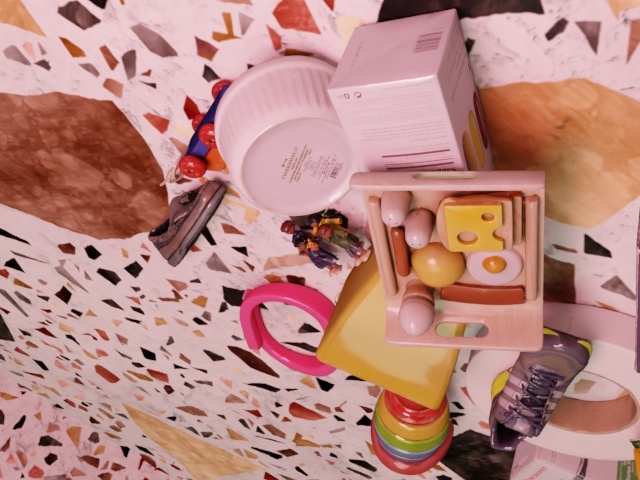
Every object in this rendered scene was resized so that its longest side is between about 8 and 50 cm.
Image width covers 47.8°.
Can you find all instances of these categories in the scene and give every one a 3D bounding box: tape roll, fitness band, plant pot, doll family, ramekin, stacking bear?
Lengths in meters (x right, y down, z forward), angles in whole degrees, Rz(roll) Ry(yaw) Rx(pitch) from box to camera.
[{"bbox_3d":[0.449,0.255,1.260,0.392,0.072,0.392,16,141,13],"label":"tape roll"},{"bbox_3d":[-0.057,0.184,1.469,0.209,0.054,0.291,12,142,16],"label":"fitness band"},{"bbox_3d":[0.141,0.099,1.148,0.212,0.212,0.187,23,131,3],"label":"plant pot"},{"bbox_3d":[0.000,0.000,1.202,0.111,0.076,0.193,33,145,-18],"label":"doll family"},{"bbox_3d":[-0.034,-0.129,0.963,0.207,0.109,0.207,-8,134,-8],"label":"ramekin"},{"bbox_3d":[0.186,0.326,1.430,0.175,0.164,0.289,14,137,13],"label":"stacking bear"}]

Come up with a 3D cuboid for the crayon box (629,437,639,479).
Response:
[{"bbox_3d":[0.668,0.421,1.251,0.202,0.081,0.318,-14,142,27],"label":"crayon box"}]

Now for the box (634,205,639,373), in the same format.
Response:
[{"bbox_3d":[0.471,-0.040,0.670,0.312,0.343,0.179,3,136,27],"label":"box"}]

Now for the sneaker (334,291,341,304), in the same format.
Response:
[{"bbox_3d":[0.099,0.124,1.294,0.161,0.057,0.075,10,161,22],"label":"sneaker"}]

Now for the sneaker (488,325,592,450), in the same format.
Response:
[{"bbox_3d":[0.342,0.242,1.144,0.111,0.121,0.300,18,142,9],"label":"sneaker"}]

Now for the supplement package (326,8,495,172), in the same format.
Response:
[{"bbox_3d":[0.125,-0.139,0.910,0.134,0.139,0.244,-2,137,27],"label":"supplement package"}]

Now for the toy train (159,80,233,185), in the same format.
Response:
[{"bbox_3d":[-0.143,-0.125,1.121,0.143,0.105,0.248,23,145,-19],"label":"toy train"}]

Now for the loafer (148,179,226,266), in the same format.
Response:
[{"bbox_3d":[-0.249,-0.035,1.285,0.084,0.096,0.267,36,144,-6],"label":"loafer"}]

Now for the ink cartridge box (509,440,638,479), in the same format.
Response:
[{"bbox_3d":[0.513,0.472,1.470,0.208,0.087,0.153,22,143,3],"label":"ink cartridge box"}]

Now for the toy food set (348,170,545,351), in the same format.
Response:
[{"bbox_3d":[0.168,0.034,0.908,0.220,0.092,0.306,0,137,16],"label":"toy food set"}]
